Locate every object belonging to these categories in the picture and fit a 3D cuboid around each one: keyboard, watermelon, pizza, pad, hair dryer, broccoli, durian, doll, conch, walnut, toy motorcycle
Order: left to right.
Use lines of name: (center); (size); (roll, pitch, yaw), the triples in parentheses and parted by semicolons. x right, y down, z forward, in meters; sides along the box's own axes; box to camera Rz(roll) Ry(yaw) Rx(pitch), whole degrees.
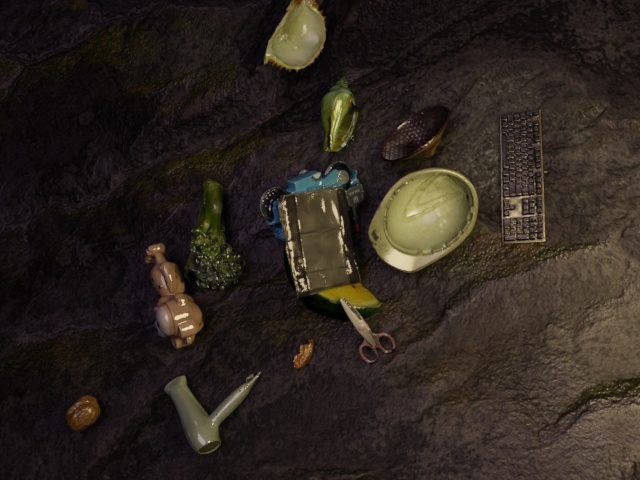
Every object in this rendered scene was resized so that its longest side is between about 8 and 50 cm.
walnut: (-0.617, 0.449, 1.753); (0.096, 0.082, 0.079); (-43, 36, 8)
doll: (-0.384, 0.143, 1.717); (0.119, 0.154, 0.278); (-15, 57, -26)
broccoli: (-0.273, -0.027, 1.732); (0.146, 0.165, 0.303); (3, 59, -19)
hair dryer: (-0.249, 0.375, 1.643); (0.237, 0.075, 0.206); (-36, 59, 0)
durian: (-0.063, -0.548, 1.782); (0.144, 0.139, 0.252); (33, 88, 22)
pizza: (-0.039, 0.272, 1.605); (0.037, 0.016, 0.083); (29, 91, 25)
toy motorcycle: (-0.015, -0.075, 1.592); (0.272, 0.182, 0.124); (-26, 27, -26)
pad: (0.000, 0.000, 1.525); (0.022, 0.174, 0.232); (-6, 96, 63)
watermelon: (0.005, 0.098, 1.598); (0.301, 0.123, 0.129); (37, 69, 24)
conch: (0.048, -0.325, 1.709); (0.095, 0.079, 0.200); (-3, 91, 8)
keyboard: (0.459, -0.148, 1.519); (0.106, 0.027, 0.316); (-4, 73, 21)

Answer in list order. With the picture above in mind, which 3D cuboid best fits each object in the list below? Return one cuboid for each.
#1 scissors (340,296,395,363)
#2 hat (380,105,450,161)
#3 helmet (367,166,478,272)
scissors: (0.095, 0.198, 1.517); (0.085, 0.022, 0.176); (-33, 103, 12)
hat: (0.244, -0.229, 1.604); (0.193, 0.082, 0.193); (-34, 26, 19)
helmet: (0.228, -0.066, 1.529); (0.258, 0.137, 0.204); (-41, 103, 15)
